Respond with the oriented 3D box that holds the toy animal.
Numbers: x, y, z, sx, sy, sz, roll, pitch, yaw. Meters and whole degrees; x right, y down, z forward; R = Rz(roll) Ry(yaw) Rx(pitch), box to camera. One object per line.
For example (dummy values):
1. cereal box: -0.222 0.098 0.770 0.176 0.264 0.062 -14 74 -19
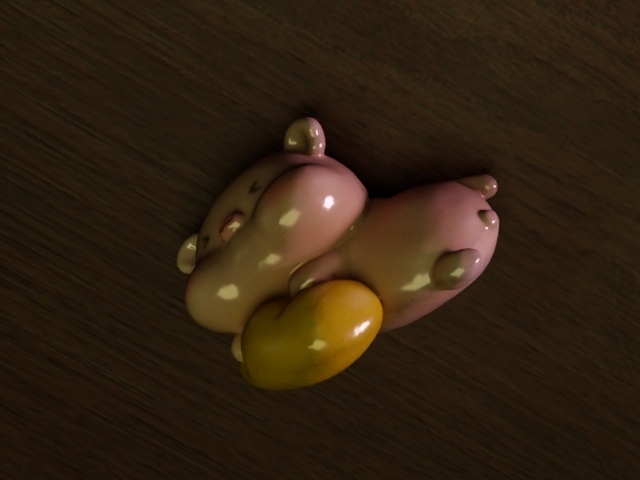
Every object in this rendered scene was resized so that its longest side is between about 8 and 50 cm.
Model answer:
1. toy animal: -0.003 0.003 1.514 0.345 0.277 0.246 -30 93 21
